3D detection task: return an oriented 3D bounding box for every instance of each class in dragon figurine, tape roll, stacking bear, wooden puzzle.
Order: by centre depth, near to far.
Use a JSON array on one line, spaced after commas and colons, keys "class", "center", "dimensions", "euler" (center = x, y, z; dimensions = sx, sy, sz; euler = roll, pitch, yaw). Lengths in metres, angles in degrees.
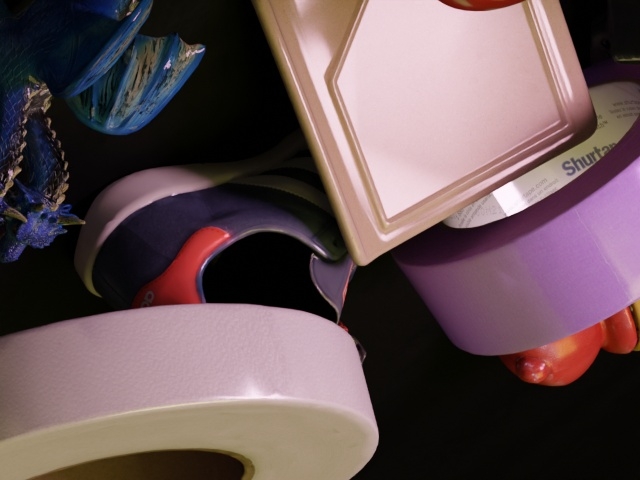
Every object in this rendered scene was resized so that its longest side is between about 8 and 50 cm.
[{"class": "dragon figurine", "center": [-0.127, -0.117, 1.111], "dimensions": [0.289, 0.144, 0.085], "euler": [-43, 150, 0]}, {"class": "tape roll", "center": [-0.152, 0.150, 1.319], "dimensions": [0.392, 0.072, 0.392], "euler": [-13, 159, -5]}, {"class": "wooden puzzle", "center": [0.075, -0.129, 1.349], "dimensions": [0.239, 0.044, 0.221], "euler": [-31, 112, -24]}, {"class": "tape roll", "center": [0.190, -0.033, 1.469], "dimensions": [0.275, 0.275, 0.090], "euler": [-38, 108, -10]}, {"class": "stacking bear", "center": [0.286, 0.037, 1.783], "dimensions": [0.289, 0.175, 0.164], "euler": [-28, 149, -12]}]

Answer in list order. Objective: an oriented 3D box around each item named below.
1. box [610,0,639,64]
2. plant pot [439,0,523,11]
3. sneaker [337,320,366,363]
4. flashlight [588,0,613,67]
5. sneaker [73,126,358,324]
[{"class": "box", "center": [0.418, -0.356, 1.125], "dimensions": [0.480, 0.297, 0.471], "euler": [-13, 103, -41]}, {"class": "plant pot", "center": [0.085, -0.245, 1.180], "dimensions": [0.191, 0.174, 0.191], "euler": [-30, 149, -20]}, {"class": "sneaker", "center": [-0.067, 0.102, 1.491], "dimensions": [0.125, 0.104, 0.262], "euler": [-50, 149, 14]}, {"class": "flashlight", "center": [0.272, -0.220, 1.496], "dimensions": [0.103, 0.103, 0.304], "euler": [-37, 148, -17]}, {"class": "sneaker", "center": [0.000, 0.000, 1.398], "dimensions": [0.350, 0.148, 0.131], "euler": [-22, 143, -32]}]
